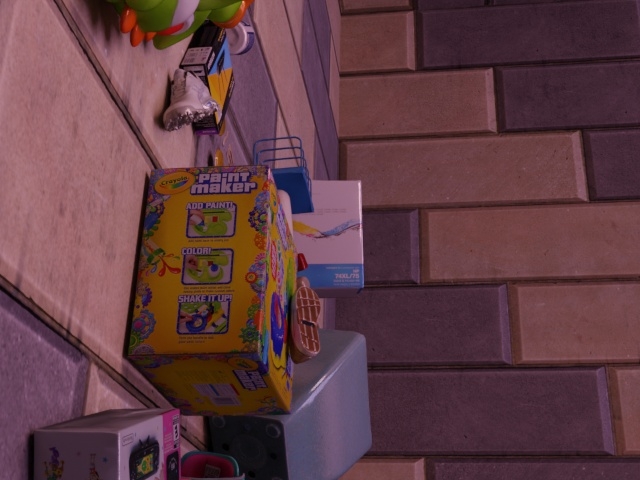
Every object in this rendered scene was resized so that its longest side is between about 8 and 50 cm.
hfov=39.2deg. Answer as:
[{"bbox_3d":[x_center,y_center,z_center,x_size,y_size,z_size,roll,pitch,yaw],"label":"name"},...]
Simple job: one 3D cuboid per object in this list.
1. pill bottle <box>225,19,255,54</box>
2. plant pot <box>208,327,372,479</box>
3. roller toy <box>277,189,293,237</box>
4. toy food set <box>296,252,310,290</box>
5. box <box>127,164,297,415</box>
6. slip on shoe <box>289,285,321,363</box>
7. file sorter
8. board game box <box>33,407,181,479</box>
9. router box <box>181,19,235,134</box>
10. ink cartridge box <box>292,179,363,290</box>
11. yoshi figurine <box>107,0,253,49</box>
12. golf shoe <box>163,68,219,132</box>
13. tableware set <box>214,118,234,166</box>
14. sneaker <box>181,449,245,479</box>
[{"bbox_3d":[-0.161,-0.385,1.700,0.120,0.067,0.067,-60,147,-76],"label":"pill bottle"},{"bbox_3d":[-0.070,0.315,1.605,0.252,0.247,0.248,-40,130,-59],"label":"plant pot"},{"bbox_3d":[-0.122,0.004,1.601,0.191,0.146,0.209,94,-8,-64],"label":"roller toy"},{"bbox_3d":[-0.102,0.060,2.068,0.232,0.104,0.111,69,24,-9],"label":"toy food set"},{"bbox_3d":[-0.142,0.082,1.309,0.290,0.177,0.279,75,15,-64],"label":"box"},{"bbox_3d":[-0.027,0.128,1.365,0.041,0.051,0.135,-47,-147,34],"label":"slip on shoe"},{"bbox_3d":[-0.085,-0.146,2.049,0.170,0.118,0.104,76,10,-59],"label":"file sorter"},{"bbox_3d":[-0.220,0.342,0.957,0.224,0.097,0.303,30,59,-81],"label":"board game box"},{"bbox_3d":[-0.189,-0.282,1.536,0.179,0.046,0.133,-83,169,-52],"label":"router box"},{"bbox_3d":[0.000,0.000,2.244,0.198,0.197,0.270,107,-17,-79],"label":"ink cartridge box"},{"bbox_3d":[-0.178,-0.374,1.169,0.362,0.203,0.203,-59,130,-73],"label":"yoshi figurine"},{"bbox_3d":[-0.211,-0.217,1.364,0.176,0.069,0.086,-74,141,-76],"label":"golf shoe"},{"bbox_3d":[-0.188,-0.168,1.626,0.104,0.024,0.154,-80,167,-46],"label":"tableware set"},{"bbox_3d":[-0.166,0.398,1.293,0.295,0.124,0.178,70,29,-64],"label":"sneaker"}]
